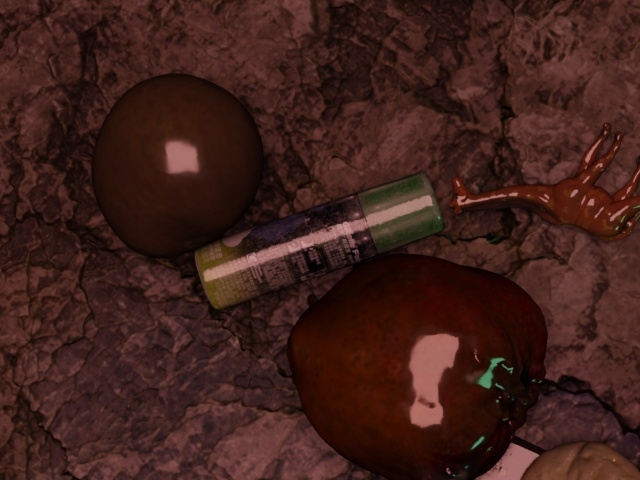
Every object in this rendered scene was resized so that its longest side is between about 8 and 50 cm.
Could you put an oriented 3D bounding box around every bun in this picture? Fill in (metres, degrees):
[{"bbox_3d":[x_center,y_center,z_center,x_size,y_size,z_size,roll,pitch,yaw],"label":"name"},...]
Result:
[{"bbox_3d":[0.336,0.344,1.871,0.183,0.102,0.183,0,82,0],"label":"bun"}]

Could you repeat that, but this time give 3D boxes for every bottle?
[{"bbox_3d":[0.000,0.000,1.964,0.330,0.093,0.093,-19,81,4],"label":"bottle"}]

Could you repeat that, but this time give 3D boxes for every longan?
[{"bbox_3d":[-0.190,-0.094,1.936,0.248,0.248,0.248,-1,83,6],"label":"longan"}]

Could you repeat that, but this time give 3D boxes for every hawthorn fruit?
[{"bbox_3d":[0.118,0.156,1.832,0.324,0.308,0.308,21,86,3],"label":"hawthorn fruit"}]

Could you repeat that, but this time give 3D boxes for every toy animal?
[{"bbox_3d":[0.314,-0.068,1.952,0.224,0.066,0.230,44,94,9],"label":"toy animal"}]

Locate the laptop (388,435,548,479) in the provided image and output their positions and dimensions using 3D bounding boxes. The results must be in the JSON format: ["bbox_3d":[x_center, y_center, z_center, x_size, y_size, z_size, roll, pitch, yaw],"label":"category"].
[{"bbox_3d":[0.202,0.305,1.943,0.197,0.016,0.135,24,85,9],"label":"laptop"}]
